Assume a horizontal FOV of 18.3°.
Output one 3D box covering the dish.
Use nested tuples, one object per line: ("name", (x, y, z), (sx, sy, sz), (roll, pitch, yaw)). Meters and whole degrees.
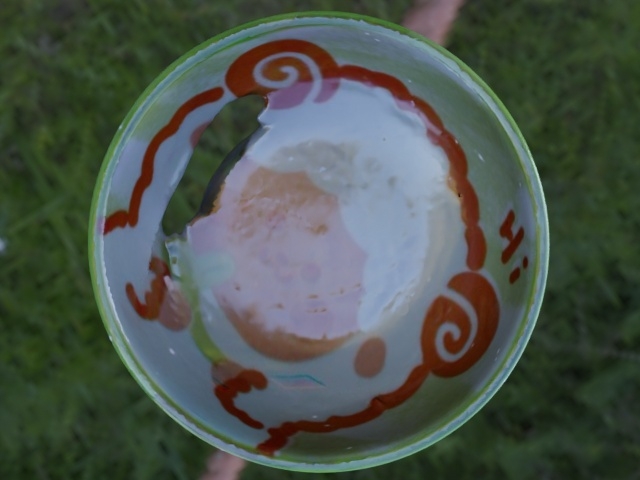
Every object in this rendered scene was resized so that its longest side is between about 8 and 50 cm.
("dish", (0.000, 0.000, 1.446), (0.324, 0.324, 0.124), (-35, 180, 3))
